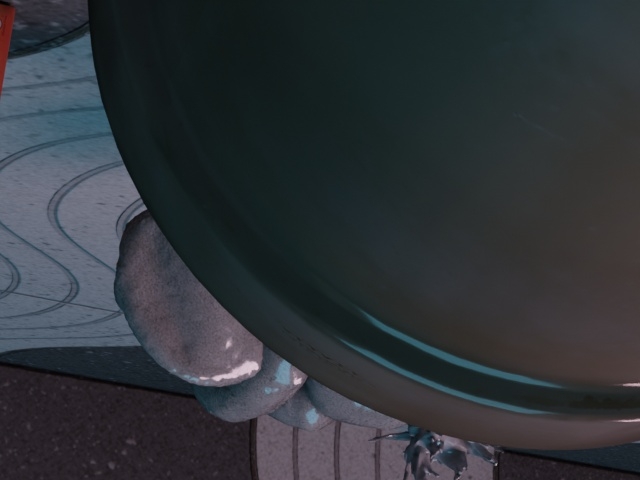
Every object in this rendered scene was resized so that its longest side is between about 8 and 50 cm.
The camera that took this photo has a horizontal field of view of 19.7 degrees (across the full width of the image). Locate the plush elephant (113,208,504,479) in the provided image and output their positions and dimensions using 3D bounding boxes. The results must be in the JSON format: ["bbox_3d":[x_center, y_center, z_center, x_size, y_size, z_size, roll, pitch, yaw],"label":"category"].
[{"bbox_3d":[0.000,0.000,1.258,0.272,0.255,0.330,-31,-156,-2],"label":"plush elephant"}]

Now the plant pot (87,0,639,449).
[{"bbox_3d":[0.099,-0.112,0.528,0.323,0.323,0.280,9,168,-7],"label":"plant pot"}]

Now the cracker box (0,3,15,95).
[{"bbox_3d":[-0.321,-0.095,1.153,0.232,0.155,0.067,12,165,-21],"label":"cracker box"}]
